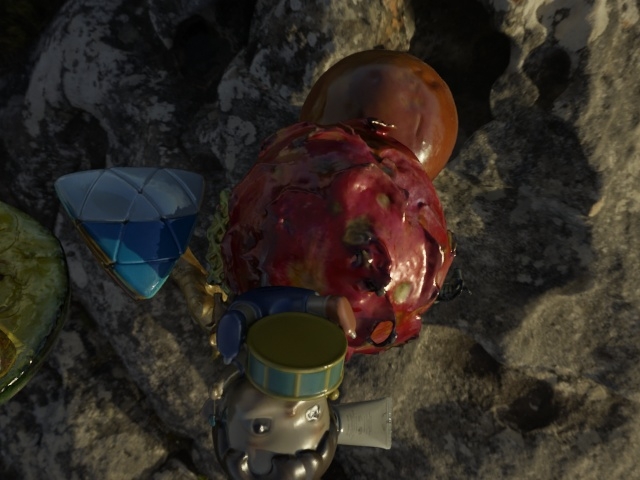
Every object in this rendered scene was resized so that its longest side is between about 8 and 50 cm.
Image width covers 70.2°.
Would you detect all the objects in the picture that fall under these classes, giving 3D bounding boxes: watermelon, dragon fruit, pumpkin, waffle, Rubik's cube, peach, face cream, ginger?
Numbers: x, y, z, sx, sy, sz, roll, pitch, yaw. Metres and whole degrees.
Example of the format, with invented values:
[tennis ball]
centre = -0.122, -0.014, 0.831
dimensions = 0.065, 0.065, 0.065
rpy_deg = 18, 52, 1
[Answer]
[watermelon]
centre = -0.495, 0.107, 0.605
dimensions = 0.330, 0.331, 0.189
rpy_deg = 37, 145, 4
[dragon fruit]
centre = 0.000, 0.000, 0.679
dimensions = 0.370, 0.249, 0.387
rpy_deg = 20, 105, 21
[pumpkin]
centre = -0.337, 0.101, 0.445
dimensions = 0.083, 0.050, 0.028
rpy_deg = 49, 136, -8
[waffle]
centre = -0.160, 0.020, 1.146
dimensions = 0.297, 0.073, 0.318
rpy_deg = 11, 95, 21
[Rubik's cube]
centre = -0.310, -0.031, 0.846
dimensions = 0.254, 0.254, 0.255
rpy_deg = 1, 97, 10
[peach]
centre = 0.109, -0.210, 0.952
dimensions = 0.342, 0.343, 0.302
rpy_deg = -3, 84, 11
[face cream]
centre = 0.091, 0.494, 1.230
dimensions = 0.089, 0.314, 0.143
rpy_deg = -18, 63, 49
[ginger]
centre = -0.388, 0.140, 1.411
dimensions = 0.122, 0.363, 0.348
rpy_deg = -40, 107, 3

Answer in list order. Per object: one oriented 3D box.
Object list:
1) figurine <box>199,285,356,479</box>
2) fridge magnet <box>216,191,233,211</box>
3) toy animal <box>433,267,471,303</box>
[figurine]
centre = -0.047, 0.184, 0.495
dimensions = 0.160, 0.158, 0.276
rpy_deg = -6, 116, -19
[fridge magnet]
centre = -0.190, -0.088, 1.640
dimensions = 0.363, 0.364, 0.155
rpy_deg = -11, 57, 11
[toy animal]
centre = 0.254, 0.140, 1.153
dimensions = 0.216, 0.176, 0.074
rpy_deg = -30, 108, -6
